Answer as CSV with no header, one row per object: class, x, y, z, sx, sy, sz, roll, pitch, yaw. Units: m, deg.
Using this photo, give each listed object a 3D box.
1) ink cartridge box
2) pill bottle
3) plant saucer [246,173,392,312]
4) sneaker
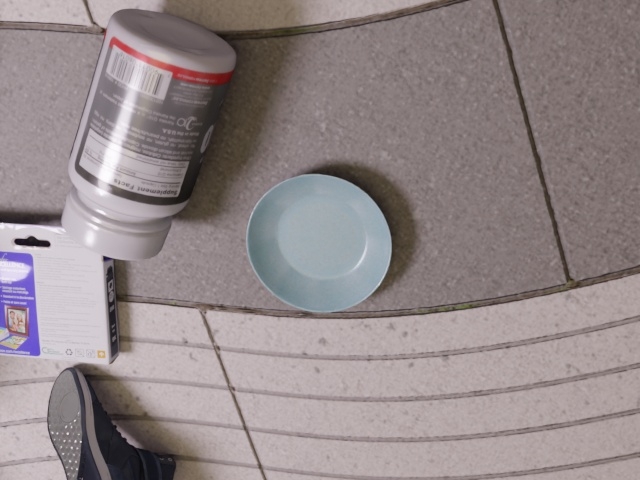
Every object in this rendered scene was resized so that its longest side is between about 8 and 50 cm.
ink cartridge box,-0.391,0.068,1.525,0.206,0.045,0.208,4,112,8
pill bottle,-0.222,-0.130,1.359,0.161,0.161,0.283,22,113,1
plant saucer,0.000,0.000,1.436,0.194,0.037,0.195,4,111,9
sneaker,-0.301,0.295,1.578,0.086,0.163,0.226,-36,60,27
